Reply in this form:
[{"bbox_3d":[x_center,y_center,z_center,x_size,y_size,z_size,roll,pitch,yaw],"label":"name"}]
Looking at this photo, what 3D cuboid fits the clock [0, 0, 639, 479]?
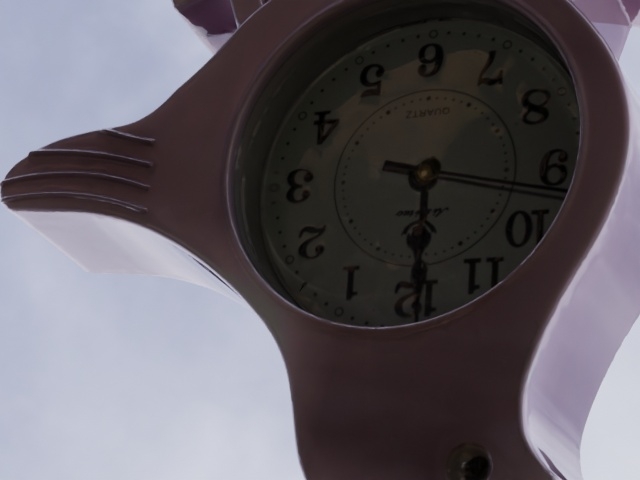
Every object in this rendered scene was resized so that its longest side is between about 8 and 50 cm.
[{"bbox_3d":[0.000,0.000,0.768,0.290,0.080,0.275,-1,-112,24],"label":"clock"}]
